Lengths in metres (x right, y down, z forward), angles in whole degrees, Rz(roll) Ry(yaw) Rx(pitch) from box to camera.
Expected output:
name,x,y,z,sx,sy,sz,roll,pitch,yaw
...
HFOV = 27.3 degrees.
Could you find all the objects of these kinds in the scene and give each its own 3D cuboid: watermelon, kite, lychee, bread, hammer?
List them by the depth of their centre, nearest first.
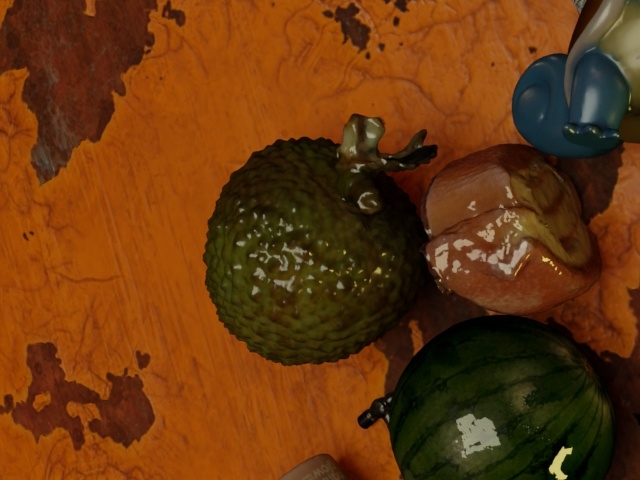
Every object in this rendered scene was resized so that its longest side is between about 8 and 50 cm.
name,x,y,z,sx,sy,sz,roll,pitch,yaw
bread,0.201,-0.007,1.396,0.123,0.244,0.190,-31,93,27
watermelon,0.193,0.201,1.415,0.242,0.242,0.242,3,96,32
kite,0.302,-0.281,1.440,0.044,0.002,0.078,49,117,20
lychee,-0.004,0.008,1.516,0.270,0.270,0.320,57,159,15
hammer,0.111,0.272,1.604,0.065,0.021,0.178,-38,77,30

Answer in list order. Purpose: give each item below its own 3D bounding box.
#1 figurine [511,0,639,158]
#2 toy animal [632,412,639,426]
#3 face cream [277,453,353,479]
name,x,y,z,sx,sy,sz,roll,pitch,yaw
figurine,0.355,-0.191,1.301,0.416,0.297,0.243,-50,33,37
toy animal,0.410,0.129,1.382,0.217,0.041,0.075,-38,90,27
face cream,-0.011,0.348,1.609,0.104,0.149,0.149,47,116,21
